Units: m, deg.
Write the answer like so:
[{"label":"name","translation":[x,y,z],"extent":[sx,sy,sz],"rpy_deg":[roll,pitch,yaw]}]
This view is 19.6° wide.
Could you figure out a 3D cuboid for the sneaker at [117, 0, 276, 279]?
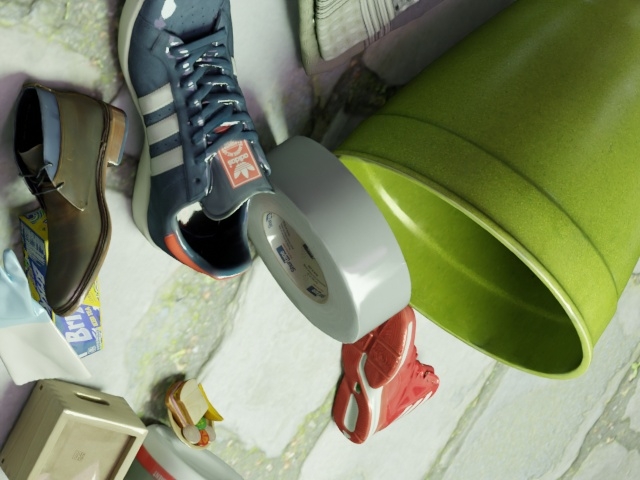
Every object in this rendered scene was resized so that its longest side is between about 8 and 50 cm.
[{"label":"sneaker","translation":[-0.108,-0.113,1.819],"extent":[0.131,0.148,0.350],"rpy_deg":[-25,134,-27]}]

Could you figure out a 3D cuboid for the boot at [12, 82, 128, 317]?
[{"label":"boot","translation":[-0.255,-0.043,1.748],"extent":[0.106,0.082,0.219],"rpy_deg":[25,63,-40]}]

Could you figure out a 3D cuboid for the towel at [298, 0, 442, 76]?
[{"label":"towel","translation":[0.109,-0.325,1.861],"extent":[0.312,0.056,0.324],"rpy_deg":[-35,157,-17]}]

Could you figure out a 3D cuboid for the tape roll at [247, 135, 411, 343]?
[{"label":"tape roll","translation":[0.000,0.000,1.953],"extent":[0.072,0.219,0.219],"rpy_deg":[-33,138,-18]}]

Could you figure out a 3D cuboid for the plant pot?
[{"label":"plant pot","translation":[0.240,-0.097,2.036],"extent":[0.353,0.366,0.366],"rpy_deg":[-51,142,-17]}]

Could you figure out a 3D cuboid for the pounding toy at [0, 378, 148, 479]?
[{"label":"pounding toy","translation":[-0.265,0.225,1.996],"extent":[0.141,0.100,0.130],"rpy_deg":[19,106,-38]}]

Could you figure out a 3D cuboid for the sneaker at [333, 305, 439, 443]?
[{"label":"sneaker","translation":[0.094,0.143,2.279],"extent":[0.128,0.087,0.221],"rpy_deg":[-22,146,-41]}]

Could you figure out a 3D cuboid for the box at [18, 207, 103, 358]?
[{"label":"box","translation":[-0.261,0.044,1.874],"extent":[0.059,0.054,0.169],"rpy_deg":[-24,134,-28]}]

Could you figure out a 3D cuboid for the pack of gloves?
[{"label":"pack of gloves","translation":[-0.348,0.084,1.737],"extent":[0.195,0.046,0.232],"rpy_deg":[-4,140,16]}]

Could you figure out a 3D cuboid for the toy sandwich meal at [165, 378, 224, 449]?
[{"label":"toy sandwich meal","translation":[-0.142,0.195,2.092],"extent":[0.029,0.085,0.085],"rpy_deg":[-26,152,31]}]

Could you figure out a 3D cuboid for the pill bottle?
[{"label":"pill bottle","translation":[-0.211,0.364,2.086],"extent":[0.283,0.161,0.161],"rpy_deg":[-54,140,4]}]
